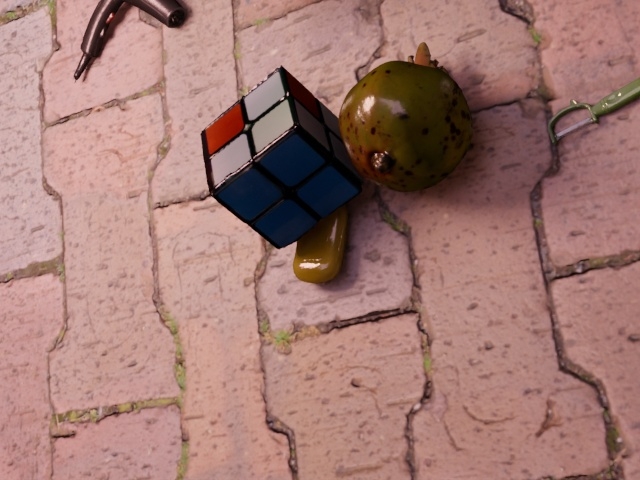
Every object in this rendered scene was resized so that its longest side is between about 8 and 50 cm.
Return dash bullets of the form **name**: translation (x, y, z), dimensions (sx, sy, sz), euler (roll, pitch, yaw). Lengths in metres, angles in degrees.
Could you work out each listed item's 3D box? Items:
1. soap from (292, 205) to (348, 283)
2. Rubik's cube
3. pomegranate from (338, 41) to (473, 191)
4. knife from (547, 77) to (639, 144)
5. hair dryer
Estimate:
- **soap**: translation (0.001, 0.000, 1.764), dimensions (0.089, 0.045, 0.140), euler (-3, 73, 36)
- **Rubik's cube**: translation (-0.061, -0.125, 1.735), dimensions (0.183, 0.167, 0.180), euler (-35, 38, 20)
- **pomegranate**: translation (0.122, -0.191, 1.654), dimensions (0.198, 0.198, 0.245), euler (-15, 65, 29)
- **knife**: translation (0.412, -0.204, 1.579), dimensions (0.212, 0.015, 0.054), euler (-28, 55, 24)
- **hair dryer**: translation (-0.381, -0.400, 2.123), dimensions (0.235, 0.091, 0.271), euler (43, 114, 23)
